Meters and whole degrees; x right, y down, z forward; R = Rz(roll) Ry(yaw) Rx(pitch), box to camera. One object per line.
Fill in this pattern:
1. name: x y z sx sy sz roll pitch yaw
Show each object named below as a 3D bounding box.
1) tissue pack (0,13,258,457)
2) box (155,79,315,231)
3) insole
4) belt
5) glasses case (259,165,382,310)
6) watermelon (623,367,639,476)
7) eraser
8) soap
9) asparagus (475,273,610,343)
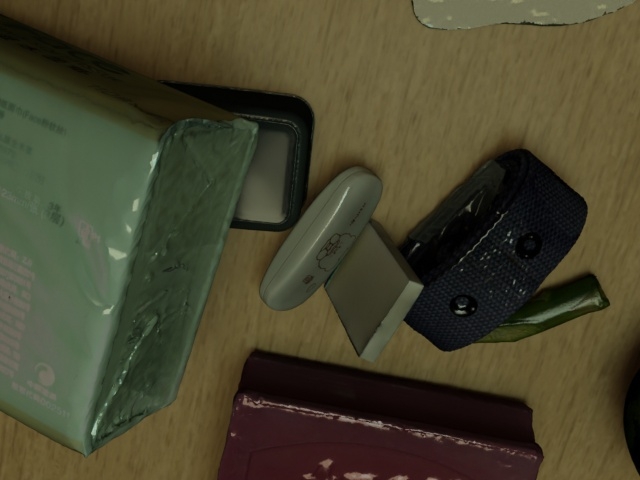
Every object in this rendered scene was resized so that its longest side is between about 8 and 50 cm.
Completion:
1. tissue pack: -0.303 -0.037 0.874 0.405 0.205 0.331 25 108 18
2. box: -0.110 -0.089 0.973 0.201 0.090 0.144 7 109 -2
3. insole: 0.220 -0.265 0.948 0.248 0.011 0.081 -5 106 3
4. belt: 0.184 0.017 0.985 0.126 0.139 0.230 38 104 -18
5. glasses case: 0.000 0.000 1.007 0.049 0.074 0.193 46 108 28
6. watermelon: 0.473 0.215 0.987 0.269 0.269 0.269 0 109 1
7. eraser: 0.055 0.050 0.985 0.023 0.150 0.104 23 109 -26
8. soap: 0.061 0.287 1.079 0.359 0.128 0.233 11 109 -1
9. asparagus: 0.248 0.090 1.053 0.178 0.041 0.045 -24 99 10
